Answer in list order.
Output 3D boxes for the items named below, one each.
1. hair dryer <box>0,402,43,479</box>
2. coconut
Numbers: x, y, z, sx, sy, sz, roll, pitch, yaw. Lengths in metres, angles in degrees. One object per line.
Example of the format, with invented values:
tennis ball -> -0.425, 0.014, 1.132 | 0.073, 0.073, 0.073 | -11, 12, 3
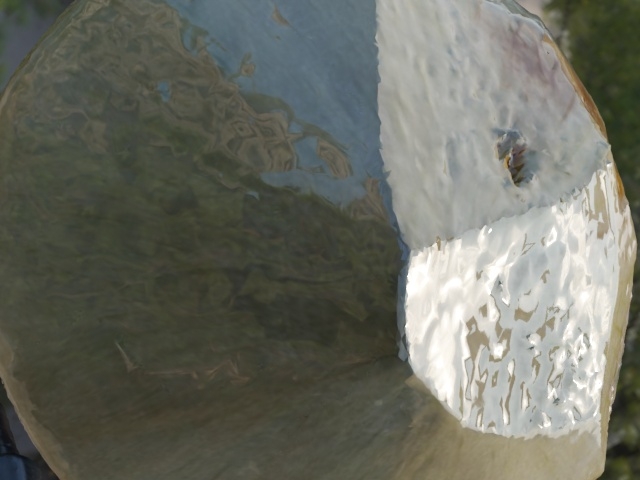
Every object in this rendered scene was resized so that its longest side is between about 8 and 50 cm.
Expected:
hair dryer -> -0.112, 0.149, 0.510 | 0.128, 0.070, 0.255 | 12, 35, -32
coconut -> 0.000, 0.000, 0.859 | 0.415, 0.344, 0.415 | 20, 3, -1
